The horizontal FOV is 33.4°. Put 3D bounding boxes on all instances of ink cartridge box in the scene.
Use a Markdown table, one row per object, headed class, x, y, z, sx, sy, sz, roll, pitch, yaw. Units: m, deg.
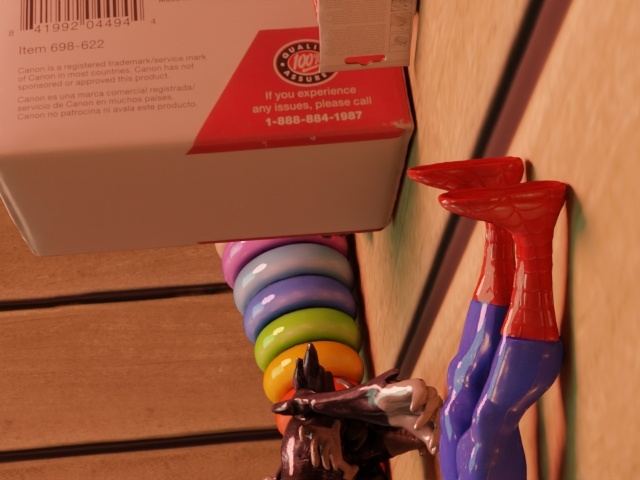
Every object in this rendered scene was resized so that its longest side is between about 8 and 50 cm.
| class | x | y | z | sx | sy | sz | roll | pitch | yaw |
| --- | --- | --- | --- | --- | --- | --- | --- | --- | --- |
| ink cartridge box | -0.097 | -0.200 | 0.821 | 0.160 | 0.279 | 0.385 | 92 | 172 | -65 |
| ink cartridge box | 0.027 | -0.157 | 0.647 | 0.115 | 0.062 | 0.029 | 91 | 172 | -46 |

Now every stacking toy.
| class | x | y | z | sx | sy | sz | roll | pitch | yaw |
| --- | --- | --- | --- | --- | --- | --- | --- | --- | --- |
| stacking toy | -0.014 | 0.111 | 1.028 | 0.141 | 0.141 | 0.330 | 93 | 168 | -55 |

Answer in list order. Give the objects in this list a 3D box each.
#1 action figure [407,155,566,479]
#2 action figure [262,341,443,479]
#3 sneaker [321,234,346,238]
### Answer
| class | x | y | z | sx | sy | sz | roll | pitch | yaw |
| --- | --- | --- | --- | --- | --- | --- | --- | --- | --- |
| action figure | 0.032 | 0.114 | 0.449 | 0.091 | 0.139 | 0.280 | -108 | 12 | -76 |
| action figure | 0.018 | 0.167 | 0.662 | 0.276 | 0.140 | 0.164 | -45 | -52 | -61 |
| sneaker | -0.008 | -0.117 | 0.957 | 0.093 | 0.088 | 0.225 | -122 | 28 | -82 |
